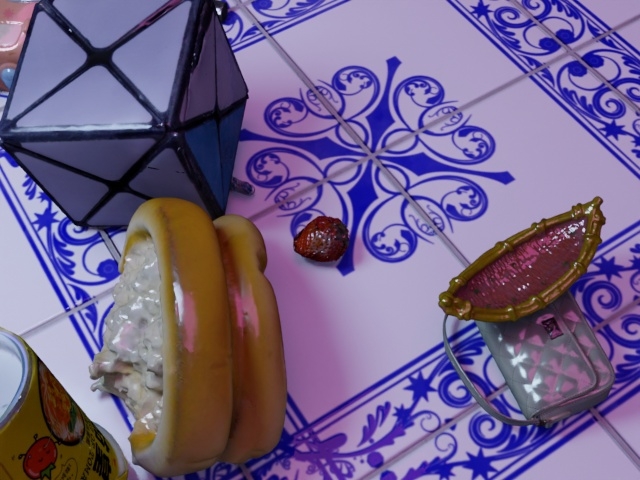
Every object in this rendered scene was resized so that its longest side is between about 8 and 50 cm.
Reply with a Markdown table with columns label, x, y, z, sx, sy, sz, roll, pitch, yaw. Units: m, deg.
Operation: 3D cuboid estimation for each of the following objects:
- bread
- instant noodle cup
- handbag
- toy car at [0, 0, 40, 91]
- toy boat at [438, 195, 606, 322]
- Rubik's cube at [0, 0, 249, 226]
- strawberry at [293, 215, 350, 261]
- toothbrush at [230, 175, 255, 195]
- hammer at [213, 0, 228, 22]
| label | x | y | z | sx | sy | sz | roll | pitch | yaw |
| --- | --- | --- | --- | --- | --- | --- | --- | --- | --- |
| bread | -0.196 | 0.145 | 1.262 | 0.245 | 0.329 | 0.424 | 16 | 45 | -39 |
| instant noodle cup | -0.445 | 0.281 | 1.080 | 0.325 | 0.254 | 0.326 | -8 | 38 | 7 |
| handbag | 0.315 | 0.170 | 1.304 | 0.219 | 0.079 | 0.256 | -19 | 57 | -7 |
| toy car | -0.627 | -0.389 | 1.629 | 0.270 | 0.180 | 0.213 | 1 | 67 | 2 |
| toy boat | 0.318 | 0.043 | 1.287 | 0.317 | 0.099 | 0.141 | -31 | 53 | -15 |
| Rubik's cube | -0.306 | -0.215 | 1.398 | 0.310 | 0.305 | 0.307 | 1 | 63 | 12 |
| strawberry | 0.000 | 0.000 | 1.415 | 0.096 | 0.083 | 0.083 | -3 | 56 | 13 |
| toothbrush | -0.296 | -0.150 | 1.549 | 0.386 | 0.040 | 0.040 | 19 | 59 | 17 |
| hammer | -0.301 | -0.365 | 1.687 | 0.111 | 0.043 | 0.366 | 15 | 60 | 9 |
